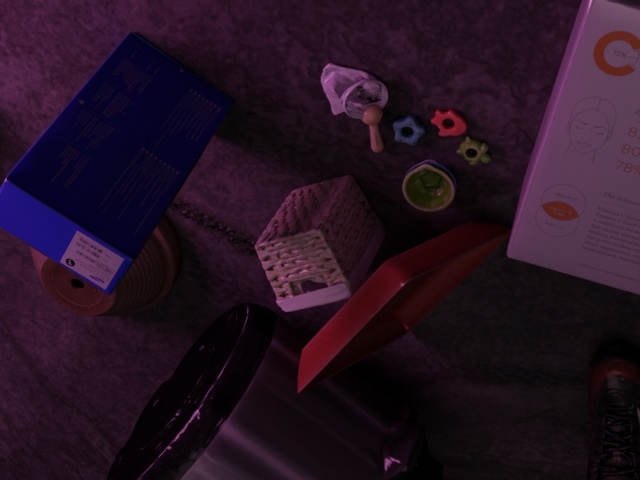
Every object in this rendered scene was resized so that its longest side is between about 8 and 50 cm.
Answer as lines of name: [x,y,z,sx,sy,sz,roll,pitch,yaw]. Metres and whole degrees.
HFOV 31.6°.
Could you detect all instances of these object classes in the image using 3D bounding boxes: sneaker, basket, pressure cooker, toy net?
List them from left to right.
pressure cooker: [-0.044,0.337,1.622,0.420,0.370,0.375,38,84,-13]
basket: [0.000,0.000,1.478,0.113,0.167,0.103,-14,116,27]
toy net: [0.098,-0.141,1.413,0.232,0.045,0.122,40,128,-13]
sneaker: [0.418,0.278,1.569,0.097,0.135,0.276,1,125,20]

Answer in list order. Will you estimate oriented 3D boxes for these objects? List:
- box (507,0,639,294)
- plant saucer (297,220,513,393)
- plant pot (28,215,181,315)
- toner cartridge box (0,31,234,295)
box: [0.360,-0.128,1.256,0.215,0.168,0.345,17,130,6]
plant saucer: [0.100,0.074,1.470,0.048,0.259,0.258,52,130,14]
plant pot: [-0.332,0.032,1.648,0.237,0.110,0.237,10,129,12]
toner cartridge box: [-0.239,-0.103,1.358,0.165,0.348,0.075,35,130,-9]
